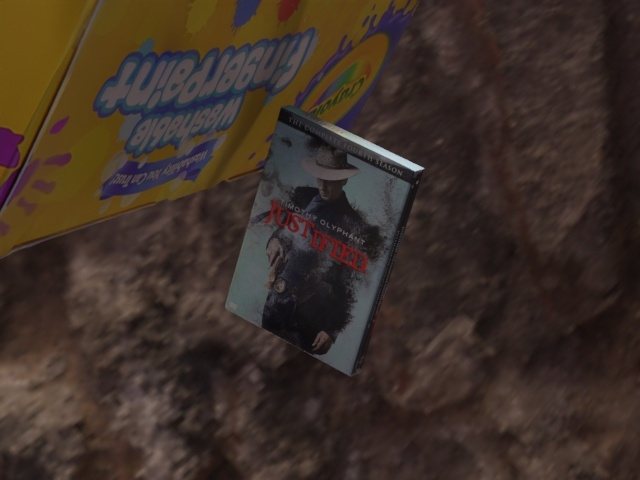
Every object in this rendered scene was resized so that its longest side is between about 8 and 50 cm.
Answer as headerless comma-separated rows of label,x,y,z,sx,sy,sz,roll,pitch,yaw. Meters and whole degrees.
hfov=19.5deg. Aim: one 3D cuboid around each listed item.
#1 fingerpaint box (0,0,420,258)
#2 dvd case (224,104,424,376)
fingerpaint box,-0.179,-0.182,0.989,0.371,0.445,0.163,33,-71,14
dvd case,0.000,0.000,0.972,0.087,0.013,0.119,28,-68,25
